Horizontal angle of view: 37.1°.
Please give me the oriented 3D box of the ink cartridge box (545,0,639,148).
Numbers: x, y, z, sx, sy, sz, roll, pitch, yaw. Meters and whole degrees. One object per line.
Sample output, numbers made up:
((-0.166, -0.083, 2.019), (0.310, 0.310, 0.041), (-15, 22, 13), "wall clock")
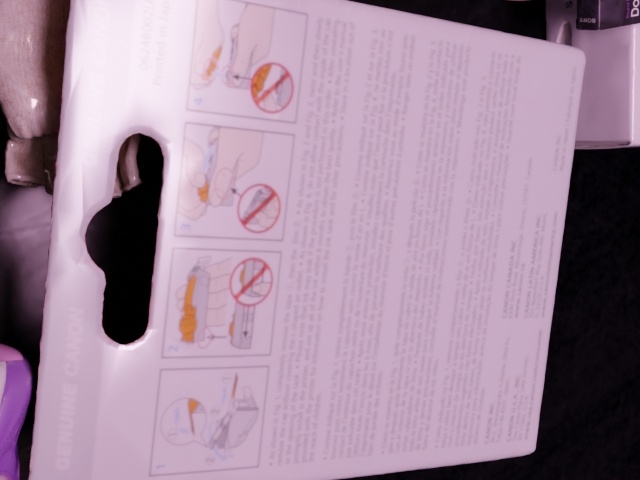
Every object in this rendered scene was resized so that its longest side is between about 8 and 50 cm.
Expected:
((0.302, -0.160, 0.813), (0.219, 0.092, 0.160), (-7, 98, -31), "ink cartridge box")

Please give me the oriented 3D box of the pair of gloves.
((-0.087, -0.123, 0.589), (0.240, 0.042, 0.204), (2, 91, -39), "pair of gloves")

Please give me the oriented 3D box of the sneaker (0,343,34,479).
((-0.201, 0.174, 0.544), (0.104, 0.095, 0.236), (17, 91, -38), "sneaker")

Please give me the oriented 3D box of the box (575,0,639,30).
((0.256, -0.222, 0.698), (0.162, 0.029, 0.116), (-15, 110, -22), "box")

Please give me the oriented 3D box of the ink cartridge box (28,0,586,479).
((0.000, 0.000, 0.638), (0.385, 0.091, 0.308), (3, 97, -32), "ink cartridge box")
